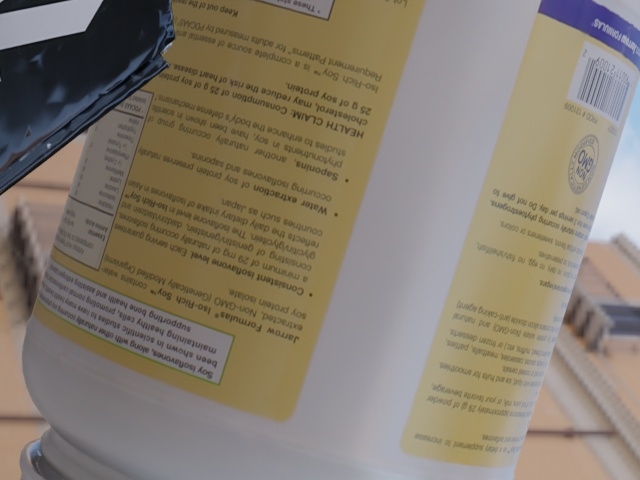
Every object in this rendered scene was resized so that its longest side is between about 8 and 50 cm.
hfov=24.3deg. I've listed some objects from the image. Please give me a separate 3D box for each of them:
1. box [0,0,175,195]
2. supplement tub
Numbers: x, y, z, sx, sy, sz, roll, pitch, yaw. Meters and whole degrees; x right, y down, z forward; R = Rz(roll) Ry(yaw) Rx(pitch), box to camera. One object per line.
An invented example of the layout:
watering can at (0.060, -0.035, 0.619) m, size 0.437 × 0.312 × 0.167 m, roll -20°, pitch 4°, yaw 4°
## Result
box at (-0.151, -0.088, 0.244) m, size 0.079 × 0.257 × 0.322 m, roll 34°, pitch -30°, yaw 24°
supplement tub at (0.000, 0.000, 0.702) m, size 0.241 × 0.241 × 0.331 m, roll 21°, pitch -86°, yaw 65°
